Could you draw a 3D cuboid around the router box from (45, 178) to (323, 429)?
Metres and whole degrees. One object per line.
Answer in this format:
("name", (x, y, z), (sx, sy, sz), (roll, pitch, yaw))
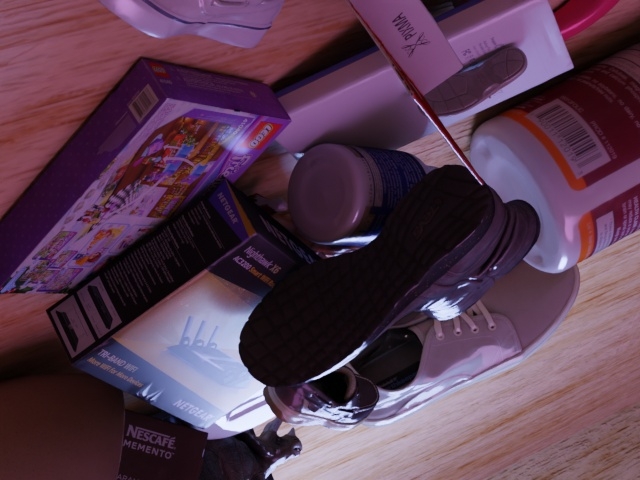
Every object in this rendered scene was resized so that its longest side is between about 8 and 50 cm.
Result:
("router box", (-0.119, 0.082, 1.641), (0.243, 0.081, 0.309), (-36, 151, 8))

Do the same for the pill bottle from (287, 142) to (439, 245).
("pill bottle", (0.064, -0.048, 1.652), (0.187, 0.112, 0.112), (2, 139, -46))

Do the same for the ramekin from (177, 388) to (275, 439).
("ramekin", (-0.096, 0.140, 1.926), (0.277, 0.135, 0.277), (-28, 158, -13))

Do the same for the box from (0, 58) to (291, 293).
("box", (-0.191, -0.055, 1.496), (0.293, 0.057, 0.201), (-44, 155, 24))

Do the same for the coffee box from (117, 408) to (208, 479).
("coffee box", (-0.240, 0.293, 1.919), (0.141, 0.098, 0.246), (17, 163, -10))

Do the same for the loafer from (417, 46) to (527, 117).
("loafer", (0.164, -0.162, 1.559), (0.125, 0.045, 0.039), (-27, 166, 9))

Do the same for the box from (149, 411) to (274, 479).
("box", (-0.163, 0.347, 2.121), (0.183, 0.232, 0.059), (-17, 169, -39))

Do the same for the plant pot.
("plant pot", (-0.366, 0.276, 1.719), (0.191, 0.284, 0.284), (17, 135, -19))

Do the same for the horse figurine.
("horse figurine", (0.000, 0.000, 1.803), (0.175, 0.066, 0.263), (6, 173, 9))

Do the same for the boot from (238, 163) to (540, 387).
("boot", (0.089, 0.063, 1.623), (0.338, 0.118, 0.223), (-35, 157, 13))

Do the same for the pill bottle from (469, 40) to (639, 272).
("pill bottle", (0.416, -0.138, 1.949), (0.392, 0.224, 0.224), (-27, 157, -15))

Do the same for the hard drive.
("hard drive", (0.109, -0.171, 1.604), (0.319, 0.040, 0.210), (-24, 160, 10))

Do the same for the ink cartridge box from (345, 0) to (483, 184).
("ink cartridge box", (0.077, -0.192, 1.343), (0.060, 0.239, 0.275), (-37, 158, 7))

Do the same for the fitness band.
("fitness band", (0.258, -0.292, 1.649), (0.209, 0.054, 0.291), (-40, 158, 9))

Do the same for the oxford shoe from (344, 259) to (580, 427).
("oxford shoe", (0.225, 0.143, 2.368), (0.449, 0.169, 0.130), (-30, 138, -7))

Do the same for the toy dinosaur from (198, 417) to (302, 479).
("toy dinosaur", (-0.132, 0.322, 2.006), (0.121, 0.160, 0.313), (-19, 169, 23))

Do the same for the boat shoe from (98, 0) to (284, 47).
("boat shoe", (-0.108, -0.225, 1.239), (0.084, 0.095, 0.258), (-48, 165, 21))

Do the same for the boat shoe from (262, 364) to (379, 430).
("boat shoe", (0.018, 0.198, 1.917), (0.073, 0.080, 0.224), (-40, 154, 27))
